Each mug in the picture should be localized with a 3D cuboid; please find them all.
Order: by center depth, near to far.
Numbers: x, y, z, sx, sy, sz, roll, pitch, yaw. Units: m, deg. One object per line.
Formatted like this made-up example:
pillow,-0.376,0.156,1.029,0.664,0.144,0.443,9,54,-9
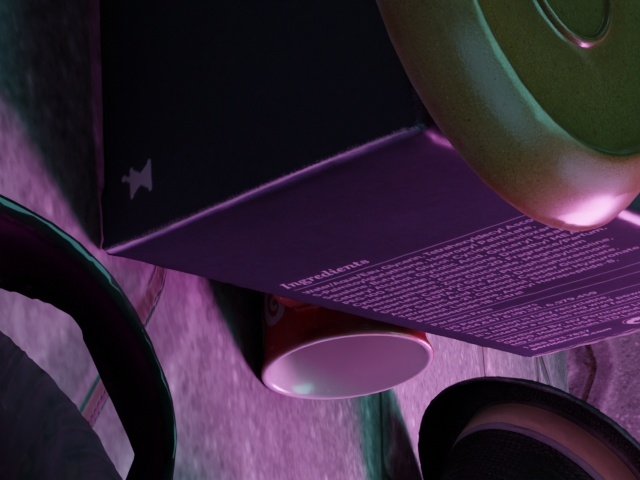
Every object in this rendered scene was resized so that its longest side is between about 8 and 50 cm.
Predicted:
mug,0.010,0.000,0.964,0.150,0.113,0.169,97,-12,-63

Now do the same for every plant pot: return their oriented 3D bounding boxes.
plant pot,0.103,-0.122,0.676,0.236,0.032,0.236,24,56,-43

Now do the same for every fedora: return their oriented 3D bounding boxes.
fedora,0.182,0.289,1.286,0.152,0.334,0.334,-41,126,-38

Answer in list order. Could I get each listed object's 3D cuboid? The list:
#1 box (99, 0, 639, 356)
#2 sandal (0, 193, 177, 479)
box,0.082,-0.118,0.848,0.395,0.212,0.293,15,63,-46
sandal,-0.123,0.041,0.414,0.446,0.107,0.167,63,22,-51
